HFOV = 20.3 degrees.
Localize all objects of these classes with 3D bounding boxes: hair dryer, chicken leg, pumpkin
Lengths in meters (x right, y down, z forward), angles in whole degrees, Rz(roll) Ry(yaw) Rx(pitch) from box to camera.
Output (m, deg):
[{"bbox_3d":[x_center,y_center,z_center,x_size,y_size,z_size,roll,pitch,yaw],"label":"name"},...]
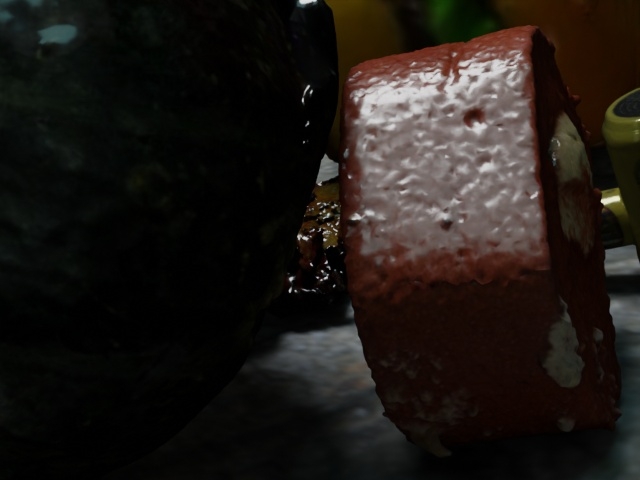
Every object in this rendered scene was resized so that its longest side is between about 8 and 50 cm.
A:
[{"bbox_3d":[0.168,-0.019,1.285,0.279,0.135,0.090,-13,22,22],"label":"hair dryer"},{"bbox_3d":[0.000,0.000,1.378,0.105,0.063,0.234,4,28,22],"label":"chicken leg"},{"bbox_3d":[-0.193,-0.060,1.148,0.344,0.454,0.454,19,13,-24],"label":"pumpkin"}]

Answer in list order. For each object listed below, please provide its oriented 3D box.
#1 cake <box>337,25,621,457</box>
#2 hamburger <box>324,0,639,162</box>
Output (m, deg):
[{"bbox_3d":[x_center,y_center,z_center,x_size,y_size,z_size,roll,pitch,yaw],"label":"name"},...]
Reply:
[{"bbox_3d":[0.101,-0.006,1.123,0.151,0.177,0.283,-7,63,13],"label":"cake"},{"bbox_3d":[0.136,-0.258,1.478,0.277,0.395,0.395,-7,25,19],"label":"hamburger"}]
